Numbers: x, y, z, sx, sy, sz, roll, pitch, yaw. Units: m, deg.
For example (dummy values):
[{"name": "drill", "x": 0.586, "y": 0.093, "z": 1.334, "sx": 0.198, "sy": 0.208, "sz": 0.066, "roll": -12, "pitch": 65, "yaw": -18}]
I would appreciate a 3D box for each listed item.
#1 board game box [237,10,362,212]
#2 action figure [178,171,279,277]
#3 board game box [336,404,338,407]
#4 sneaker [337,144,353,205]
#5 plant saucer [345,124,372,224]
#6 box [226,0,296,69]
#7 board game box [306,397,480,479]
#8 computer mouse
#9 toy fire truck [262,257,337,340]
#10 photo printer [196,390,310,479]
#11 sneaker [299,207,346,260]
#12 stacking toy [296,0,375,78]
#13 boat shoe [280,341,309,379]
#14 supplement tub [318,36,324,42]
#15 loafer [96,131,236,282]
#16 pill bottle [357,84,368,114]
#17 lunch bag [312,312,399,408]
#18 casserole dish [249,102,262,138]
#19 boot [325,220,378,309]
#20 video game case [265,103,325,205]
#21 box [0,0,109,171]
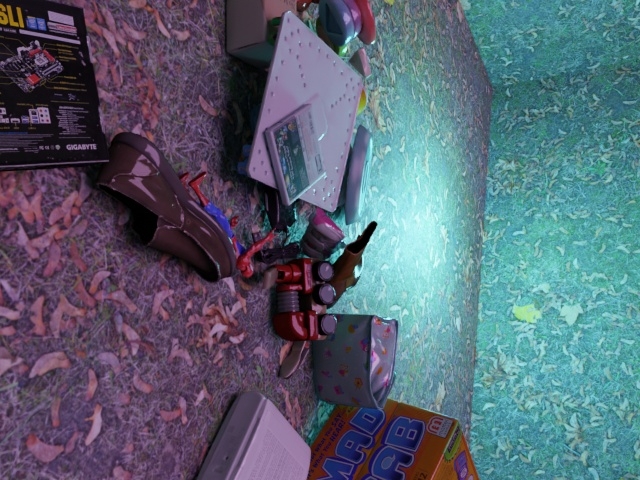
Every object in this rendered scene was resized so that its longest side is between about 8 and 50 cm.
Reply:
[{"name": "board game box", "x": -0.037, "y": -0.301, "z": 1.376, "sx": 0.390, "sy": 0.050, "sz": 0.390, "roll": 18, "pitch": 83, "yaw": -57}, {"name": "action figure", "x": -0.199, "y": -0.046, "z": 1.221, "sx": 0.139, "sy": 0.091, "sz": 0.280, "roll": -47, "pitch": 128, "yaw": -35}, {"name": "board game box", "x": 0.108, "y": 0.576, "z": 1.729, "sx": 0.141, "sy": 0.048, "sz": 0.170, "roll": -10, "pitch": 97, "yaw": -57}, {"name": "sneaker", "x": 0.045, "y": -0.225, "z": 1.658, "sx": 0.092, "sy": 0.087, "sz": 0.229, "roll": 17, "pitch": 71, "yaw": -58}, {"name": "plant saucer", "x": 0.124, "y": -0.201, "z": 1.705, "sx": 0.317, "sy": 0.043, "sz": 0.318, "roll": 8, "pitch": 90, "yaw": -81}, {"name": "box", "x": -0.144, "y": -0.601, "z": 1.340, "sx": 0.148, "sy": 0.121, "sz": 0.311, "roll": 3, "pitch": 85, "yaw": -59}, {"name": "board game box", "x": 0.188, "y": 0.692, "z": 1.495, "sx": 0.356, "sy": 0.356, "sz": 0.356, "roll": -49, "pitch": 129, "yaw": -36}, {"name": "computer mouse", "x": -0.129, "y": -0.068, "z": 1.389, "sx": 0.184, "sy": 0.060, "sz": 0.262, "roll": -23, "pitch": 113, "yaw": -54}, {"name": "toy fire truck", "x": -0.078, "y": 0.148, "z": 1.390, "sx": 0.246, "sy": 0.158, "sz": 0.217, "roll": 6, "pitch": 76, "yaw": -39}, {"name": "photo printer", "x": -0.136, "y": 0.540, "z": 1.263, "sx": 0.308, "sy": 0.107, "sz": 0.256, "roll": 61, "pitch": 40, "yaw": -37}, {"name": "sneaker", "x": 0.000, "y": 0.000, "z": 1.485, "sx": 0.111, "sy": 0.103, "sz": 0.252, "roll": -40, "pitch": 159, "yaw": -6}, {"name": "stacking toy", "x": 0.013, "y": -0.590, "z": 1.511, "sx": 0.130, "sy": 0.309, "sz": 0.280, "roll": -31, "pitch": 145, "yaw": -14}, {"name": "boat shoe", "x": -0.066, "y": 0.323, "z": 1.463, "sx": 0.137, "sy": 0.049, "sz": 0.043, "roll": -62, "pitch": 140, "yaw": -48}, {"name": "supplement tub", "x": -0.033, "y": -0.462, "z": 1.519, "sx": 0.117, "sy": 0.117, "sz": 0.191, "roll": 2, "pitch": 85, "yaw": -59}, {"name": "loafer", "x": -0.301, "y": -0.031, "z": 1.044, "sx": 0.130, "sy": 0.133, "sz": 0.366, "roll": -57, "pitch": 131, "yaw": -29}, {"name": "pill bottle", "x": 0.071, "y": -0.428, "z": 1.690, "sx": 0.215, "sy": 0.117, "sz": 0.117, "roll": -45, "pitch": 125, "yaw": -51}, {"name": "lunch bag", "x": 0.096, "y": 0.343, "z": 1.557, "sx": 0.160, "sy": 0.223, "sz": 0.262, "roll": 16, "pitch": 74, "yaw": -50}, {"name": "casserole dish", "x": -0.128, "y": -0.300, "z": 1.423, "sx": 0.188, "sy": 0.037, "sz": 0.114, "roll": -25, "pitch": 108, "yaw": -58}, {"name": "boot", "x": 0.091, "y": 0.037, "z": 1.571, "sx": 0.264, "sy": 0.096, "sz": 0.280, "roll": -39, "pitch": 161, "yaw": -43}, {"name": "video game case", "x": -0.056, "y": -0.207, "z": 1.305, "sx": 0.173, "sy": 0.022, "sz": 0.190, "roll": -46, "pitch": 135, "yaw": -42}, {"name": "box", "x": -0.479, "y": -0.229, "z": 0.790, "sx": 0.322, "sy": 0.079, "sz": 0.257, "roll": -20, "pitch": 102, "yaw": -58}]
